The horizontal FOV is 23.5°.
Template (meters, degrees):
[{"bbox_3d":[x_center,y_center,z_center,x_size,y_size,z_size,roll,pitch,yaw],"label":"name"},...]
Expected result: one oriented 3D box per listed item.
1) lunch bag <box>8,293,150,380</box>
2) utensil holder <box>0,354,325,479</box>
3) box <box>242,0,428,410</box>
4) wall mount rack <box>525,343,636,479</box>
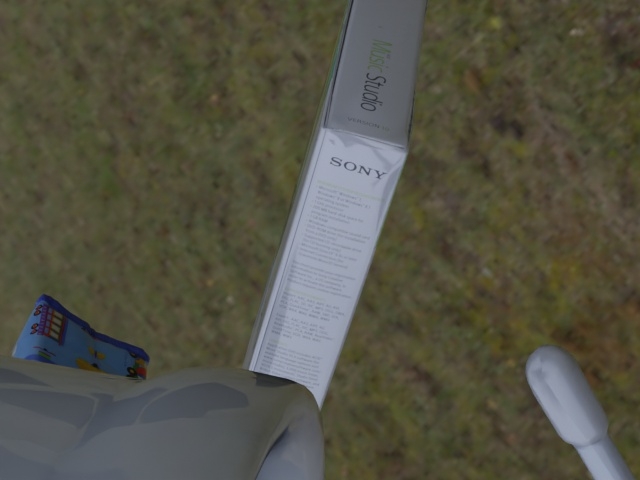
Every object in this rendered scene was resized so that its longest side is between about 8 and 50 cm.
[{"bbox_3d":[-0.309,0.239,1.511,0.138,0.221,0.293,33,117,-22],"label":"lunch bag"},{"bbox_3d":[-0.216,0.168,0.390,0.385,0.328,0.328,8,136,7],"label":"utensil holder"},{"bbox_3d":[0.000,0.000,1.035,0.058,0.232,0.322,16,125,-3],"label":"box"},{"bbox_3d":[0.061,0.209,0.596,0.350,0.130,0.304,-17,75,40],"label":"wall mount rack"}]
